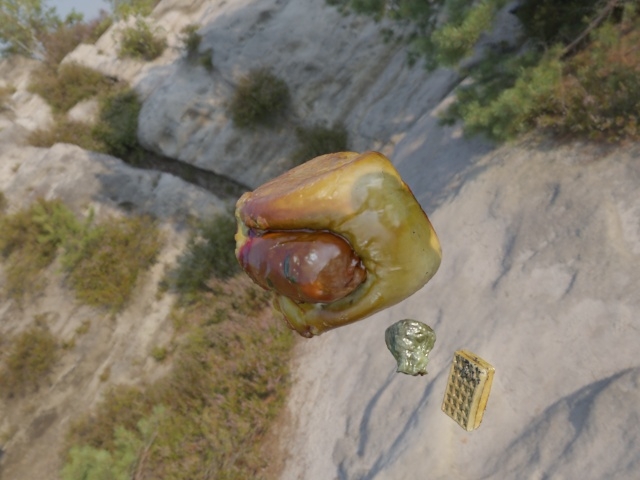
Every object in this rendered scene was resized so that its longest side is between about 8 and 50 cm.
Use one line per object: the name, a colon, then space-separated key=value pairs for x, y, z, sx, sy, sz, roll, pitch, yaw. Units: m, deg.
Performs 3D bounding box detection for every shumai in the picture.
shumai: x=0.139 y=0.176 z=0.970 sx=0.083 sy=0.082 sz=0.080 roll=7 pitch=37 yaw=12

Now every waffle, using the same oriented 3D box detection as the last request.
waffle: x=0.314 y=0.319 z=1.302 sx=0.102 sy=0.042 sz=0.148 roll=34 pitch=117 yaw=60

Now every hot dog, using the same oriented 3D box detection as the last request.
hot dog: x=0.000 y=0.000 z=0.581 sx=0.153 sy=0.150 sz=0.256 roll=-33 pitch=12 yaw=-4
